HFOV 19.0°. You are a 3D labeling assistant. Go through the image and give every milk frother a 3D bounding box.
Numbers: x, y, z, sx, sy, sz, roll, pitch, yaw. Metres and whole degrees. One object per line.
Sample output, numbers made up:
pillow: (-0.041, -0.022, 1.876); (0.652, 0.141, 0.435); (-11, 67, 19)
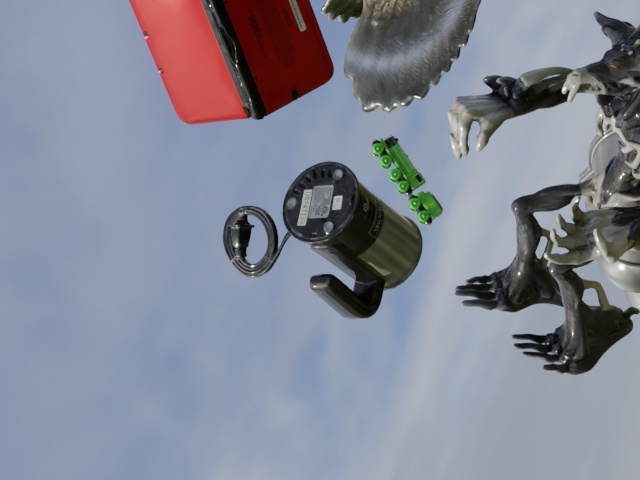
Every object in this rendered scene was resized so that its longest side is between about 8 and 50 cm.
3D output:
milk frother: (0.000, 0.000, 1.852); (0.135, 0.143, 0.129); (38, -106, -51)

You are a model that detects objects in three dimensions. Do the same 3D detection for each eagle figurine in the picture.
eagle figurine: (0.079, -0.300, 1.749); (0.226, 0.225, 0.298); (-37, -50, -36)

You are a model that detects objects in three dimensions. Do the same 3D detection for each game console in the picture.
game console: (-0.076, -0.180, 1.616); (0.124, 0.085, 0.144); (-30, -64, -19)

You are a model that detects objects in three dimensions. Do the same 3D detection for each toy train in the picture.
toy train: (0.070, -0.050, 1.543); (0.024, 0.083, 0.017); (-32, -8, -5)

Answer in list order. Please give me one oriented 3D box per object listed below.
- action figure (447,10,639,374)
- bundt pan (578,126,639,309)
action figure: (0.172, -0.041, 1.262); (0.141, 0.164, 0.275); (-9, -49, -29)
bundt pan: (0.440, -0.013, 2.052); (0.331, 0.331, 0.124); (87, -169, -50)
